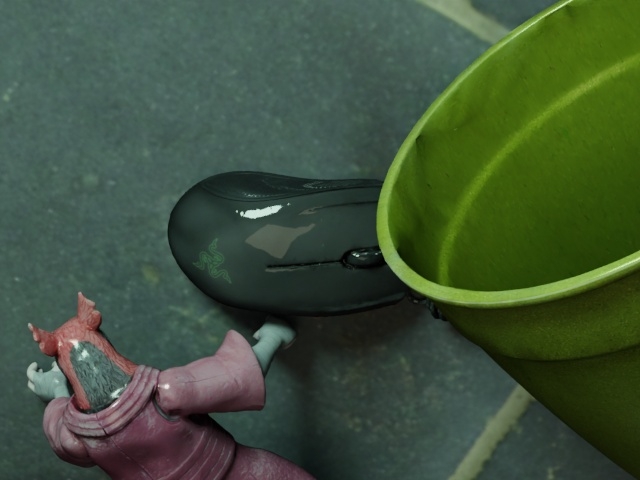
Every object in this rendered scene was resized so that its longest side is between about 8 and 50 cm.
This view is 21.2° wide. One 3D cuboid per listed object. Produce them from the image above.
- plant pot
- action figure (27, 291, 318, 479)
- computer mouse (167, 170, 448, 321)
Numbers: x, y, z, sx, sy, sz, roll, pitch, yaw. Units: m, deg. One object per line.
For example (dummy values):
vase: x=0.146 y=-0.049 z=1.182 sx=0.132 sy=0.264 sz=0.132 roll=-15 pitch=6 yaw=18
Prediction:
plant pot: x=0.288 y=0.033 z=1.274 sx=0.366 sy=0.366 sz=0.353 roll=-27 pitch=119 yaw=18
action figure: x=-0.129 y=0.200 z=1.437 sx=0.248 sy=0.276 sz=0.370 roll=-27 pitch=122 yaw=25
computer mouse: x=0.000 y=0.000 z=1.425 sx=0.272 sy=0.072 sz=0.188 roll=-3 pitch=115 yaw=9
